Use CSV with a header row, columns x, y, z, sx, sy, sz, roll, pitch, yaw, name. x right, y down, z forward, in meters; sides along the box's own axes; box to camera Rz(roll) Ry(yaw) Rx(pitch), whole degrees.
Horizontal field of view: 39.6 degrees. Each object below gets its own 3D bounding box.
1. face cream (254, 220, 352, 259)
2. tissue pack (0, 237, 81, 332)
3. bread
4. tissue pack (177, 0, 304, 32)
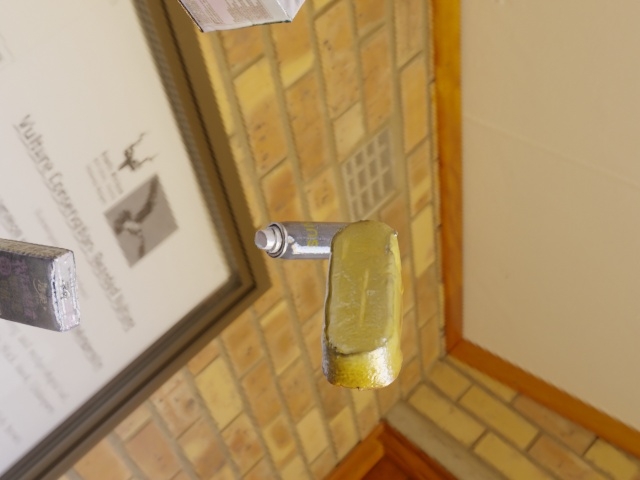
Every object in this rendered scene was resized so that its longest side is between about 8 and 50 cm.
x,y,z,sx,sy,sz,roll,pitch,yaw,name
0.000,0.000,1.682,0.073,0.284,0.073,-1,-91,50,face cream
-0.406,0.061,1.226,0.156,0.051,0.112,9,-68,28,tissue pack
0.053,0.081,1.121,0.102,0.245,0.094,-4,-48,8,bread
-0.136,-0.401,1.177,0.185,0.124,0.225,7,-31,40,tissue pack
